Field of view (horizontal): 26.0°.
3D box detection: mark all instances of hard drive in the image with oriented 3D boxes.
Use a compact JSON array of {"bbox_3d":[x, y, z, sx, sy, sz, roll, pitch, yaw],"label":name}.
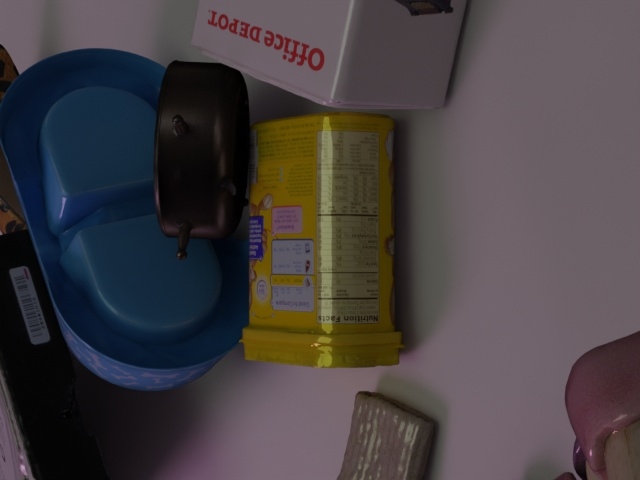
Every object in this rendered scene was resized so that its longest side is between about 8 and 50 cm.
[{"bbox_3d":[-0.263,0.165,1.209,0.339,0.064,0.237,123,130,-62],"label":"hard drive"}]

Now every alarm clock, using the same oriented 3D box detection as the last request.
[{"bbox_3d":[-0.082,-0.074,1.030,0.192,0.064,0.129,-88,-1,-64],"label":"alarm clock"}]

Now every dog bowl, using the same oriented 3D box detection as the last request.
[{"bbox_3d":[-0.153,-0.014,1.090,0.074,0.165,0.297,113,138,-54],"label":"dog bowl"}]

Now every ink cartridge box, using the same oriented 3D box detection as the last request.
[{"bbox_3d":[0.017,-0.219,0.914,0.172,0.100,0.237,28,111,47],"label":"ink cartridge box"}]

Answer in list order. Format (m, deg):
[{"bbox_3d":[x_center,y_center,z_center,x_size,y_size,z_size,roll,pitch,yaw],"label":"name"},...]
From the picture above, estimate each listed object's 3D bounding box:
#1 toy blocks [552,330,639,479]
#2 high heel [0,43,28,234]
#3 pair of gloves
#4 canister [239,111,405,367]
[{"bbox_3d":[0.161,0.185,0.699,0.288,0.309,0.260,-43,25,29],"label":"toy blocks"},{"bbox_3d":[-0.258,-0.053,1.280,0.186,0.093,0.261,5,98,45],"label":"high heel"},{"bbox_3d":[0.073,0.232,0.905,0.240,0.042,0.204,30,114,46],"label":"pair of gloves"},{"bbox_3d":[0.000,0.000,0.965,0.126,0.073,0.170,-1,89,53],"label":"canister"}]
